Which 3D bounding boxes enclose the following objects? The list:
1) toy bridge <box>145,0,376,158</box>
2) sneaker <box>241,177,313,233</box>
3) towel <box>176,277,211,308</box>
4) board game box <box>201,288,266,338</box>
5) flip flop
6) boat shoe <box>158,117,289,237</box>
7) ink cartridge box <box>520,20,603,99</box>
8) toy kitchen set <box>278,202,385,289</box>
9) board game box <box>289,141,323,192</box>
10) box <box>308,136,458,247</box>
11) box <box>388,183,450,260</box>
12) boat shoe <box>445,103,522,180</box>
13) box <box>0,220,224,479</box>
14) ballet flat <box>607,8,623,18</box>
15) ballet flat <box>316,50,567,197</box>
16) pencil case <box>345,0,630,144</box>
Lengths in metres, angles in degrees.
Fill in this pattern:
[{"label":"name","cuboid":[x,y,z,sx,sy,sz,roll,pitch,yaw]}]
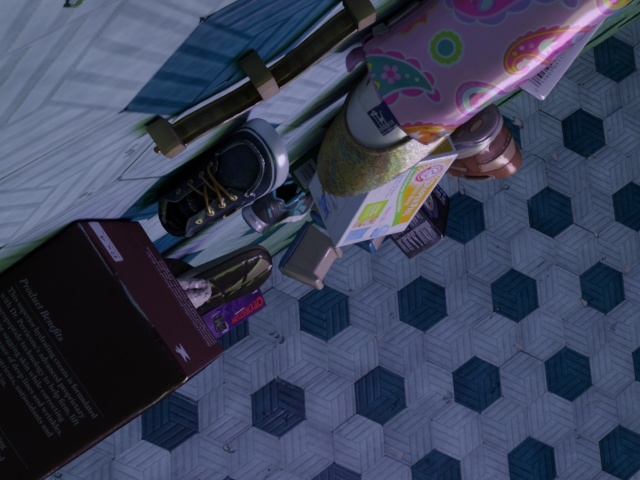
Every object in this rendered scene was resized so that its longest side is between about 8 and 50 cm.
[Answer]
[{"label":"toy bridge","cuboid":[-0.044,-0.118,0.674,0.188,0.026,0.063,-34,179,2]},{"label":"sneaker","cuboid":[-0.045,-0.065,1.387,0.076,0.065,0.166,-45,176,35]},{"label":"towel","cuboid":[-0.277,0.110,1.162,0.187,0.049,0.282,-34,165,26]},{"label":"board game box","cuboid":[-0.275,0.149,1.510,0.346,0.056,0.208,-12,-170,43]},{"label":"flip flop","cuboid":[-0.206,0.061,1.331,0.277,0.080,0.112,-23,149,-8]},{"label":"boat shoe","cuboid":[-0.095,-0.050,0.872,0.083,0.065,0.183,-35,179,-28]},{"label":"ink cartridge box","cuboid":[0.335,-0.308,1.357,0.189,0.066,0.232,-54,-165,12]},{"label":"toy kitchen set","cuboid":[0.000,0.000,1.431,0.166,0.122,0.207,-58,162,-10]},{"label":"board game box","cuboid":[0.121,-0.189,1.318,0.317,0.046,0.213,-35,177,29]},{"label":"box","cuboid":[0.076,-0.090,1.195,0.114,0.103,0.203,-14,157,-23]},{"label":"box","cuboid":[0.132,-0.082,1.566,0.077,0.180,0.147,-35,-164,27]},{"label":"boat shoe","cuboid":[0.204,-0.149,1.440,0.123,0.116,0.324,-47,-160,-1]},{"label":"box","cuboid":[-0.231,0.104,0.870,0.203,0.168,0.167,-34,178,5]},{"label":"ballet flat","cuboid":[0.440,-0.394,1.328,0.072,0.068,0.213,-21,169,-14]},{"label":"ballet flat","cuboid":[0.122,-0.176,0.973,0.348,0.123,0.123,-34,178,12]},{"label":"pencil case","cuboid":[0.161,-0.199,0.789,0.284,0.124,0.124,-34,178,25]}]
